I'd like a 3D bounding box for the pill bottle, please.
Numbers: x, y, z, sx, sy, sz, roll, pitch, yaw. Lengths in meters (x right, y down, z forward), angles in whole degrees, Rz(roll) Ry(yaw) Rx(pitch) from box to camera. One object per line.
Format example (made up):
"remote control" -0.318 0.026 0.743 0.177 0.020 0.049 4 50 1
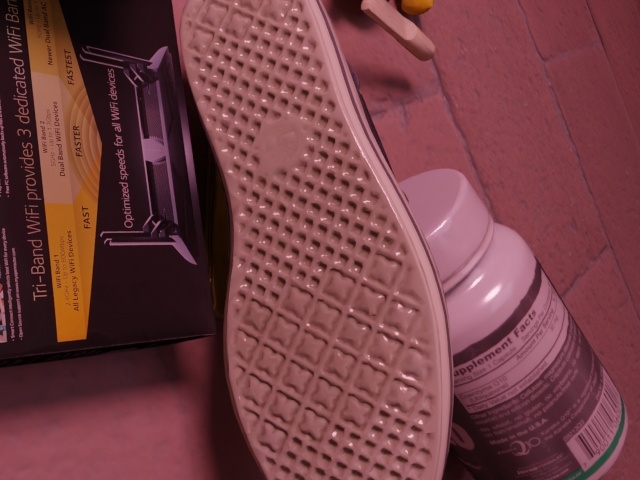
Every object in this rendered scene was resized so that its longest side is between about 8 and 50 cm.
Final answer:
"pill bottle" 0.177 0.110 0.802 0.361 0.204 0.204 53 46 -21

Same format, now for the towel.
"towel" -0.072 -0.035 0.722 0.102 0.021 0.237 16 66 -42

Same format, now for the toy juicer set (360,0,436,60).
"toy juicer set" 0.079 -0.347 0.944 0.209 0.090 0.328 39 42 -48

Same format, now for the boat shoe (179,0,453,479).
"boat shoe" 0.000 0.000 0.621 0.156 0.187 0.500 32 41 -71

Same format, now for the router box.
"router box" -0.214 -0.063 0.534 0.243 0.081 0.308 1 77 -47
